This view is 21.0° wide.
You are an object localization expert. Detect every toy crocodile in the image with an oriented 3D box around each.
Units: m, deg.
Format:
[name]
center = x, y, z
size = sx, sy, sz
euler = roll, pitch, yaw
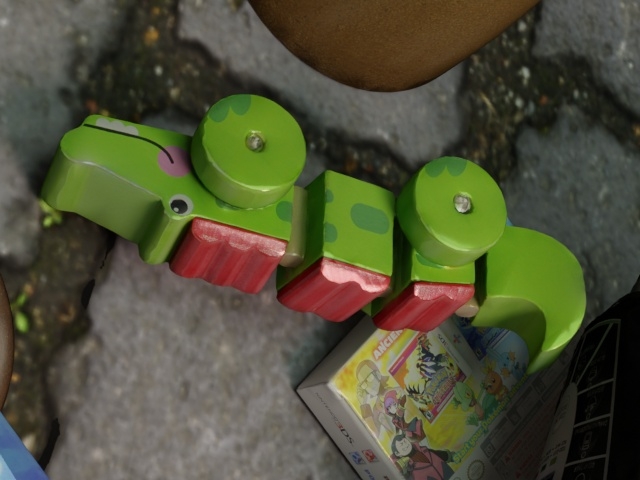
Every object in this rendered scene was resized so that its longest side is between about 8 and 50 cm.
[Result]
[toy crocodile]
center = 0.000, 0.000, 1.046
size = 0.340, 0.115, 0.105
euler = 15, 58, -19

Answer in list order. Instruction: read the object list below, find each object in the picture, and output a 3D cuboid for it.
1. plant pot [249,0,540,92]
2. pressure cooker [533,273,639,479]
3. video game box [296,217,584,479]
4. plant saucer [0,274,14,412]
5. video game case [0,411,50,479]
[plant pot]
center = 0.097, -0.244, 1.122
size = 0.237, 0.254, 0.237
euler = 10, 73, -33
[pressure cooker]
center = 0.307, 0.230, 1.047
size = 0.370, 0.375, 0.420
euler = 45, 59, -38
[video game box]
center = 0.104, 0.107, 1.168
size = 0.205, 0.048, 0.187
euler = -44, 107, -36
[plant saucer]
center = -0.248, 0.048, 0.931
size = 0.198, 0.036, 0.198
euler = 10, 73, -35
[video game case]
center = -0.212, 0.216, 0.836
size = 0.244, 0.061, 0.269
euler = -36, 89, -25
